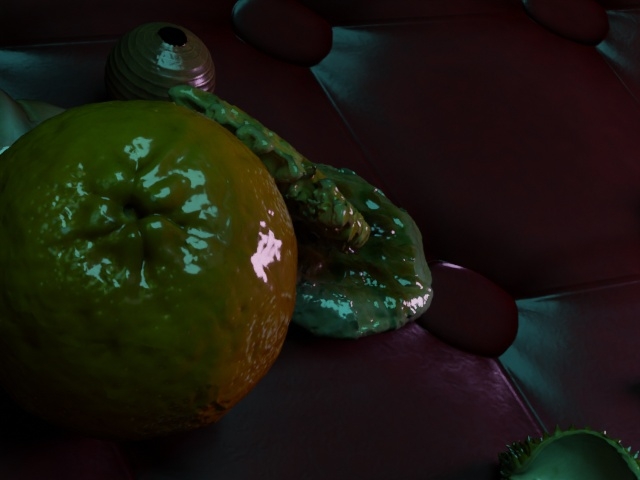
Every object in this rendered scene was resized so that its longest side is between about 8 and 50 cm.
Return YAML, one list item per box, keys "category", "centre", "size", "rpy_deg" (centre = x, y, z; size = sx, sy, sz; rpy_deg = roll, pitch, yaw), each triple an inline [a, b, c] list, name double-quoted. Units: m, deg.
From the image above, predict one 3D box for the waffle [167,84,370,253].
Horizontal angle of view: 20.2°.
- category: "waffle"
  centre: [-0.056, -0.083, 1.931]
  size: [0.250, 0.056, 0.261]
  rpy_deg: [38, -1, 16]

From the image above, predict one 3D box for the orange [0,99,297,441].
- category: "orange"
  centre: [-0.186, 0.024, 1.752]
  size: [0.341, 0.293, 0.340]
  rpy_deg: [1, 74, -5]

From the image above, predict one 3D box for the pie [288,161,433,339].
- category: "pie"
  centre: [0.000, 0.000, 2.083]
  size: [0.306, 0.071, 0.306]
  rpy_deg: [15, 43, -15]

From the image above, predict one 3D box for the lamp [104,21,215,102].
- category: "lamp"
  centre: [-0.191, -0.194, 2.138]
  size: [0.136, 0.136, 0.136]
  rpy_deg: [14, 42, -14]

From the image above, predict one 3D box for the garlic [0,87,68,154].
- category: "garlic"
  centre: [-0.329, -0.090, 1.979]
  size: [0.217, 0.110, 0.228]
  rpy_deg: [3, 46, -29]

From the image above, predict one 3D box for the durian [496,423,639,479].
- category: "durian"
  centre: [0.282, 0.278, 1.890]
  size: [0.139, 0.144, 0.252]
  rpy_deg: [-23, 51, -23]
